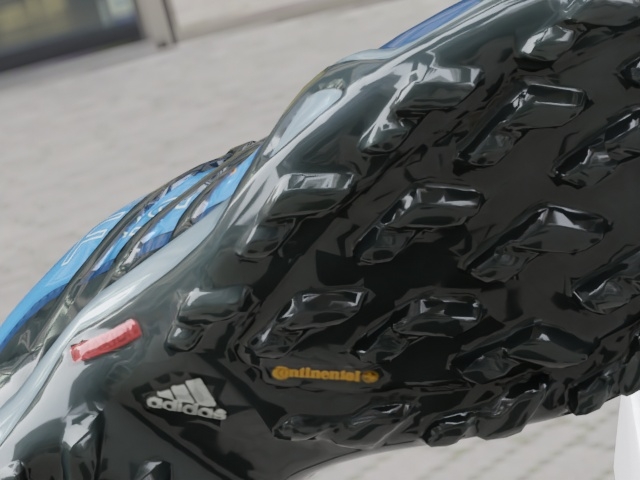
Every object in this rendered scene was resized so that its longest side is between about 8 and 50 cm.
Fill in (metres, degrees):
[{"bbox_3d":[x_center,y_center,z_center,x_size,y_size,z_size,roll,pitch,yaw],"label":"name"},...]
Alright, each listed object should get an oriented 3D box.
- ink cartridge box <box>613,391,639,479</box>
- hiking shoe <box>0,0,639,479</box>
[{"bbox_3d":[0.294,0.161,0.798,0.306,0.131,0.226,-4,58,2],"label":"ink cartridge box"},{"bbox_3d":[0.000,0.000,0.485,0.304,0.113,0.132,-34,28,17],"label":"hiking shoe"}]
